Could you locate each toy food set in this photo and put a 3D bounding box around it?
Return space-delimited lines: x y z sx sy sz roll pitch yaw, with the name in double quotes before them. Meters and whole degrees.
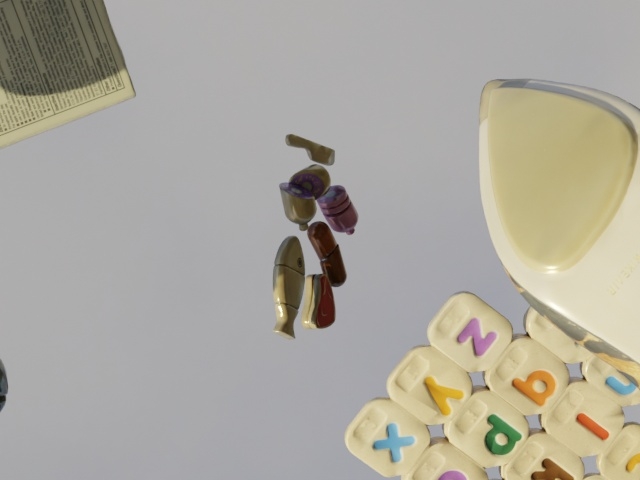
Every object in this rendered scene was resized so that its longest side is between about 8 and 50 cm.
"toy food set" 0.000 0.000 1.072 0.078 0.019 0.122 15 -107 -59

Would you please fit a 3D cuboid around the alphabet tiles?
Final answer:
"alphabet tiles" 0.167 0.179 1.552 0.278 0.021 0.284 36 -87 -21

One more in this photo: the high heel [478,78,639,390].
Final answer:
"high heel" 0.169 0.035 0.815 0.186 0.093 0.261 40 -169 -44

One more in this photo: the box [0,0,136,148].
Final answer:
"box" -0.315 -0.175 1.717 0.232 0.127 0.148 -22 -68 -10

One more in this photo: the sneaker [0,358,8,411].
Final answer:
"sneaker" -0.239 0.069 0.877 0.111 0.297 0.129 4 -120 -37
